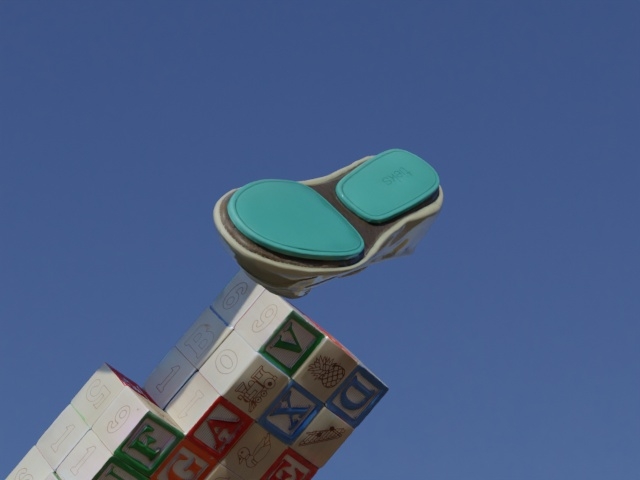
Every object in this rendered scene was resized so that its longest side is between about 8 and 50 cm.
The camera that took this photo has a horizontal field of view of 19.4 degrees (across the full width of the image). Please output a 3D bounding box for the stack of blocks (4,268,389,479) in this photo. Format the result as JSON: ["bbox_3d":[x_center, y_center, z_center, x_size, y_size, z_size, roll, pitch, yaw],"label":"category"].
[{"bbox_3d":[-0.110,0.169,1.458,0.297,0.087,0.171,-49,-52,0],"label":"stack of blocks"}]

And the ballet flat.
[{"bbox_3d":[0.000,0.000,1.240,0.086,0.086,0.248,-25,-6,35],"label":"ballet flat"}]
